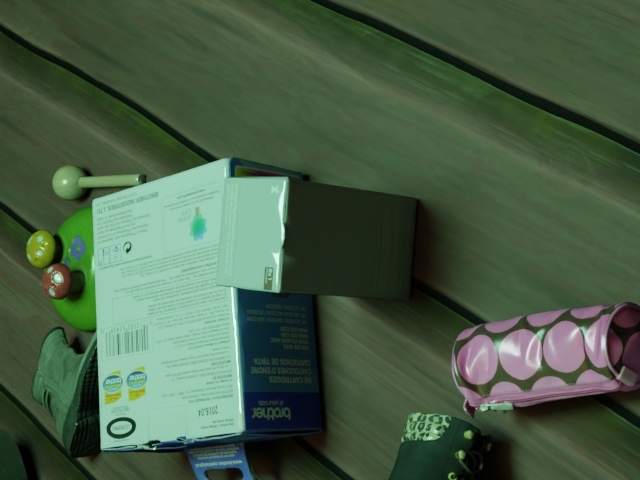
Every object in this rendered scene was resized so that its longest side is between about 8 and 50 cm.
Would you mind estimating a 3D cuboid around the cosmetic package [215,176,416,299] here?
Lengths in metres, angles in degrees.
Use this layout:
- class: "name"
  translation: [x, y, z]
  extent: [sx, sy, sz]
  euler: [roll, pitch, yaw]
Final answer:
- class: "cosmetic package"
  translation: [0.000, 0.000, 1.549]
  extent: [0.107, 0.238, 0.127]
  euler: [4, 87, 43]

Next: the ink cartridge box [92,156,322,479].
- class: "ink cartridge box"
  translation: [-0.147, 0.121, 1.729]
  extent: [0.270, 0.151, 0.395]
  euler: [-13, 74, 42]

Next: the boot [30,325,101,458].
- class: "boot"
  translation: [-0.344, 0.171, 1.940]
  extent: [0.161, 0.083, 0.246]
  euler: [46, 125, 37]

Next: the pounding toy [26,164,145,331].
- class: "pounding toy"
  translation: [-0.356, 0.010, 1.965]
  extent: [0.183, 0.110, 0.237]
  euler: [7, 90, 43]

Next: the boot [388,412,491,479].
- class: "boot"
  translation: [0.145, 0.274, 1.432]
  extent: [0.236, 0.085, 0.178]
  euler: [2, 60, 44]

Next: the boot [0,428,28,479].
- class: "boot"
  translation: [-0.459, 0.433, 2.040]
  extent: [0.115, 0.112, 0.305]
  euler: [131, 126, -65]

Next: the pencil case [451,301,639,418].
- class: "pencil case"
  translation: [0.237, 0.124, 1.416]
  extent: [0.209, 0.095, 0.098]
  euler: [-18, 38, 42]
